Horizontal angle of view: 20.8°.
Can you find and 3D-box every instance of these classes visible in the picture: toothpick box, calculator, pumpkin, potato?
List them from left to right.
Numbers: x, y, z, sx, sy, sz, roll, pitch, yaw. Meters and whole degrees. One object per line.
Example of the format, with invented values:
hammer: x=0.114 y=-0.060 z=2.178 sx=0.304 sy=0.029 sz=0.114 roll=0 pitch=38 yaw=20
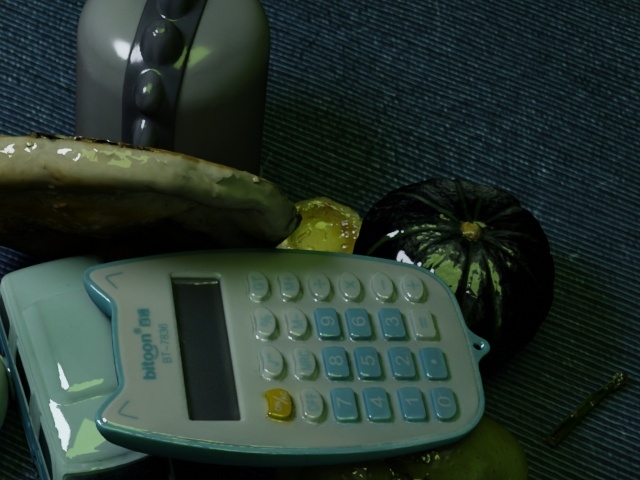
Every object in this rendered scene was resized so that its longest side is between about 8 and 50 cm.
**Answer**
toothpick box: x=-0.161 y=-0.156 z=1.848 sx=0.229 sy=0.316 sz=0.229 roll=3 pitch=55 yaw=-5
calculator: x=-0.025 y=0.108 z=1.645 sx=0.386 sy=0.054 sz=0.256 roll=-1 pitch=46 yaw=-11
potato: x=0.081 y=0.229 z=1.696 sx=0.248 sy=0.169 sz=0.143 roll=0 pitch=85 yaw=-10
pumpkin: x=0.140 y=0.033 z=1.845 sx=0.220 sy=0.162 sz=0.220 roll=7 pitch=54 yaw=-9

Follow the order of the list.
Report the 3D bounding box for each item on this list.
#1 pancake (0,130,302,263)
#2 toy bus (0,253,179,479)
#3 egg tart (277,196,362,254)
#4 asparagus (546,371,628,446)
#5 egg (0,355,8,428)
pancake: x=-0.207 y=-0.029 z=1.728 sx=0.387 sy=0.387 sz=0.082 roll=6 pitch=77 yaw=-3
toy bus: x=-0.231 y=0.155 z=1.705 sx=0.133 sy=0.165 sz=0.271 roll=-13 pitch=57 yaw=-16
egg tart: x=0.000 y=0.000 z=1.925 sx=0.105 sy=0.039 sz=0.105 roll=3 pitch=54 yaw=-5
asparagus: x=0.284 y=0.177 z=1.847 sx=0.127 sy=0.015 sz=0.018 roll=-37 pitch=75 yaw=-28
egg: x=-0.368 y=0.167 z=1.707 sx=0.114 sy=0.114 sz=0.152 roll=30 pitch=71 yaw=14
